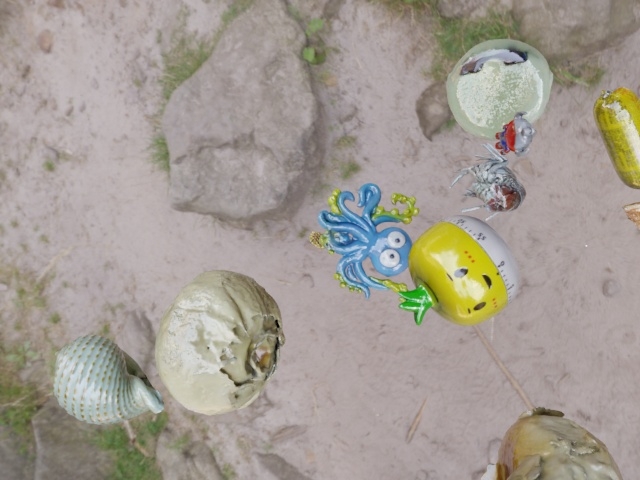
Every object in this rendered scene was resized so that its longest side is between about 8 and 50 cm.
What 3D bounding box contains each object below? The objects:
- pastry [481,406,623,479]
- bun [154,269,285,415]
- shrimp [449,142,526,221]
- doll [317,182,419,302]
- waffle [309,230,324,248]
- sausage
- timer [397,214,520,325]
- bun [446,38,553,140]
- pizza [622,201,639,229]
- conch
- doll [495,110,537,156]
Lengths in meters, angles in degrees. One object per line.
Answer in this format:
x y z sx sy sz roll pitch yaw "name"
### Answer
0.238 0.314 0.545 0.120 0.236 0.257 7 112 13 "pastry"
-0.159 0.183 0.902 0.152 0.259 0.259 14 96 32 "bun"
0.478 -0.153 1.429 0.166 0.410 0.221 0 108 -4 "shrimp"
0.151 -0.009 1.503 0.341 0.099 0.346 22 76 -5 "doll"
-0.002 -0.001 1.738 0.078 0.085 0.016 31 121 3 "waffle"
0.871 -0.281 1.443 0.123 0.123 0.347 -26 114 25 "sausage"
0.301 0.098 1.225 0.285 0.285 0.285 0 89 27 "timer"
0.530 -0.451 1.521 0.293 0.187 0.293 12 122 21 "bun"
0.872 -0.077 1.392 0.099 0.029 0.100 26 132 6 "pizza"
-0.382 0.259 0.901 0.131 0.172 0.200 -40 85 -21 "conch"
0.491 -0.262 1.291 0.062 0.194 0.104 18 92 -4 "doll"
